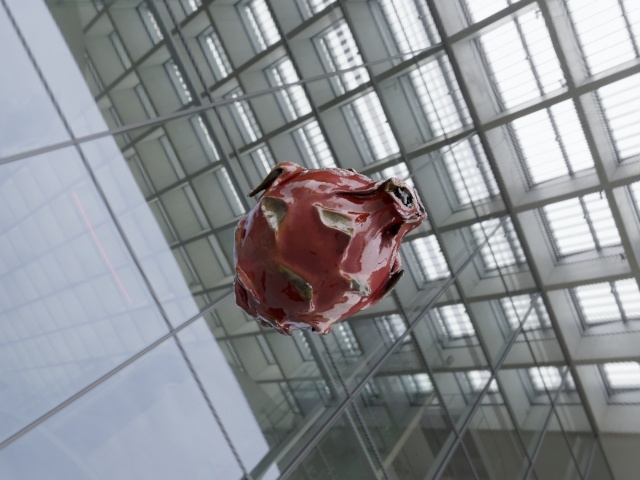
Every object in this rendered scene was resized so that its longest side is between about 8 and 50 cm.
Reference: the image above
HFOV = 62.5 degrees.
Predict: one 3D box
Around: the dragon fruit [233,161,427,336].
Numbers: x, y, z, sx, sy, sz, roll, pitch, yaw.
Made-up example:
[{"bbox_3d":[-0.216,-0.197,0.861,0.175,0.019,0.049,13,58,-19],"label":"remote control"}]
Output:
[{"bbox_3d":[0.000,0.000,0.412,0.166,0.136,0.133,-35,-102,31],"label":"dragon fruit"}]
